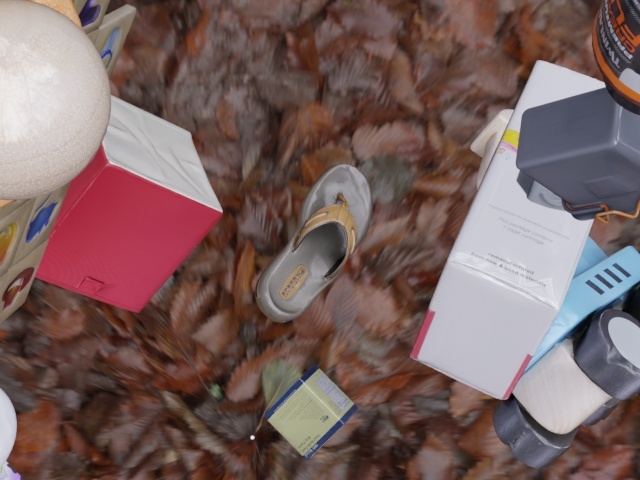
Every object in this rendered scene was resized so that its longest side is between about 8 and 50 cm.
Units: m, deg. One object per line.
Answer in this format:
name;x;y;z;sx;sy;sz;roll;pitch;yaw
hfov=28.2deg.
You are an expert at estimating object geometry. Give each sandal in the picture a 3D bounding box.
sandal;0.000;0.000;1.496;0.090;0.060;0.219;42;63;-10

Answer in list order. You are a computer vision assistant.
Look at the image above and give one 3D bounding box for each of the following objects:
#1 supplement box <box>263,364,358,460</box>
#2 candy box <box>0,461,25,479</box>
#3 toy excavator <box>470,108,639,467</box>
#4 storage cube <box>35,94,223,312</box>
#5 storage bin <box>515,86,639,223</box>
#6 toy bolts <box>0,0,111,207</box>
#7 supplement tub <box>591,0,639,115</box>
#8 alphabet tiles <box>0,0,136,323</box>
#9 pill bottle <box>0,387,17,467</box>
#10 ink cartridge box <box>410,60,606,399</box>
supplement box;-0.012;0.227;1.681;0.083;0.056;0.083;45;117;6
candy box;-0.474;0.340;1.650;0.070;0.196;0.165;26;64;42
toy excavator;0.309;0.024;1.767;0.445;0.222;0.433;51;38;13
storage cube;-0.273;-0.054;1.648;0.193;0.215;0.184;-47;41;21
storage bin;0.226;-0.071;1.032;0.091;0.135;0.098;22;69;-34
toy bolts;-0.189;-0.014;0.368;0.158;0.218;0.229;24;90;43
supplement tub;0.235;-0.148;0.820;0.106;0.198;0.106;0;72;1
alphabet tiles;-0.194;0.001;0.687;0.011;0.285;0.343;28;116;3
pill bottle;-0.424;0.178;1.365;0.124;0.221;0.124;-10;106;-36
ink cartridge box;0.227;-0.011;1.423;0.131;0.226;0.306;22;57;7
